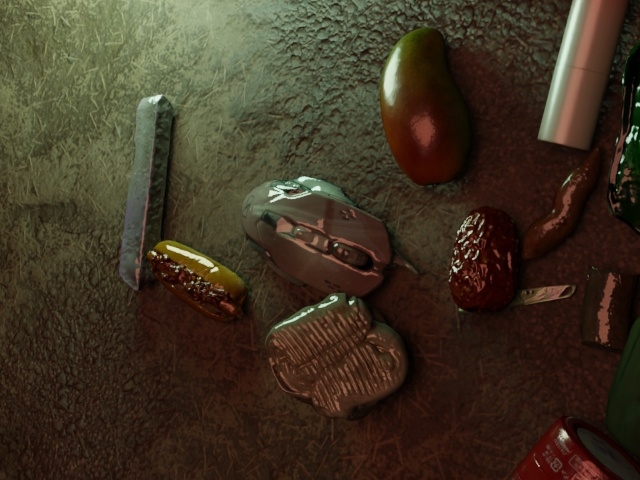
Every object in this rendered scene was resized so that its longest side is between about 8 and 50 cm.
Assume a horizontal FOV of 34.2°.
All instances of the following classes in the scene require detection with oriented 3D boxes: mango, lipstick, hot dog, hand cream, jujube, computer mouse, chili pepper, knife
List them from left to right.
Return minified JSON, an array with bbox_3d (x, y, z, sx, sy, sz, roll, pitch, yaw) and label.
[{"bbox_3d":[-0.238,0.077,2.001,0.249,0.076,0.102,31,97,25],"label":"hot dog"},{"bbox_3d":[-0.005,-0.001,1.865,0.389,0.115,0.199,24,99,31],"label":"computer mouse"},{"bbox_3d":[0.173,-0.231,1.788,0.146,0.129,0.289,-27,62,26],"label":"mango"},{"bbox_3d":[0.270,0.032,1.709,0.112,0.109,0.176,8,75,-1],"label":"jujube"},{"bbox_3d":[0.323,0.096,1.721,0.207,0.014,0.030,-12,72,27],"label":"knife"},{"bbox_3d":[0.393,0.363,1.543,0.193,0.193,0.125,45,106,27],"label":"hand cream"},{"bbox_3d":[0.427,-0.310,1.651,0.087,0.087,0.326,18,99,30],"label":"lipstick"},{"bbox_3d":[0.546,-0.129,1.544,0.213,0.167,0.384,-2,94,45],"label":"chili pepper"}]

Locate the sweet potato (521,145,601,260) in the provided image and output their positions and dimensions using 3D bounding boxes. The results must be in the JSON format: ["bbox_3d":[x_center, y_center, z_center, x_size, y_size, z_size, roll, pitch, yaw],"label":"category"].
[{"bbox_3d":[0.396,-0.054,1.676,0.065,0.051,0.218,41,104,30],"label":"sweet potato"}]

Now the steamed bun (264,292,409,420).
[{"bbox_3d":[0.030,0.209,1.803,0.218,0.144,0.211,-33,78,-8],"label":"steamed bun"}]

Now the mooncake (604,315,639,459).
[{"bbox_3d":[0.568,0.219,1.371,0.356,0.356,0.194,22,102,30],"label":"mooncake"}]

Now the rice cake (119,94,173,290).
[{"bbox_3d":[-0.350,-0.096,2.102,0.070,0.064,0.398,2,84,36],"label":"rice cake"}]

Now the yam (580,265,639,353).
[{"bbox_3d":[0.446,0.107,1.611,0.084,0.084,0.127,6,84,30],"label":"yam"}]
